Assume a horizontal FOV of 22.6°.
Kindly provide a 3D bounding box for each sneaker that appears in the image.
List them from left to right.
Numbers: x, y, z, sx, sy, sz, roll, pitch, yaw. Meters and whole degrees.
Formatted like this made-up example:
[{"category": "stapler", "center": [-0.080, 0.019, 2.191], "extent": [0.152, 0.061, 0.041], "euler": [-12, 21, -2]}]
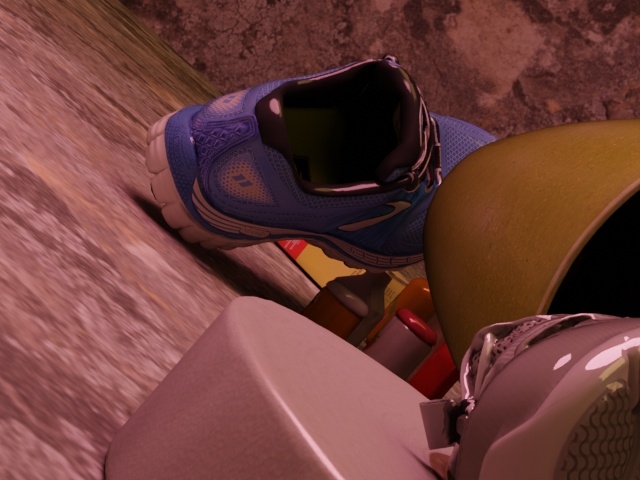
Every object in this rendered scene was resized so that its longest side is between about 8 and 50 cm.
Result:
[{"category": "sneaker", "center": [0.040, -0.053, 1.149], "extent": [0.330, 0.147, 0.129], "euler": [-2, 75, -48]}, {"category": "sneaker", "center": [0.080, 0.074, 0.510], "extent": [0.115, 0.105, 0.281], "euler": [7, -4, 20]}]

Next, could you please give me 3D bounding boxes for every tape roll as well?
[{"category": "tape roll", "center": [0.094, 0.170, 0.561], "extent": [0.392, 0.072, 0.392], "euler": [41, 5, -4]}]

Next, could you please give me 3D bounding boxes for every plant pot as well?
[{"category": "plant pot", "center": [0.185, 0.034, 1.020], "extent": [0.275, 0.275, 0.293], "euler": [39, 0, -25]}]

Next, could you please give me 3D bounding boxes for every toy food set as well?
[{"category": "toy food set", "center": [0.075, 0.058, 1.269], "extent": [0.111, 0.104, 0.232], "euler": [43, 5, 21]}]

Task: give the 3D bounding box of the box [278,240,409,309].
[{"category": "box", "center": [0.000, 0.000, 1.518], "extent": [0.232, 0.058, 0.087], "euler": [45, 6, 40]}]
